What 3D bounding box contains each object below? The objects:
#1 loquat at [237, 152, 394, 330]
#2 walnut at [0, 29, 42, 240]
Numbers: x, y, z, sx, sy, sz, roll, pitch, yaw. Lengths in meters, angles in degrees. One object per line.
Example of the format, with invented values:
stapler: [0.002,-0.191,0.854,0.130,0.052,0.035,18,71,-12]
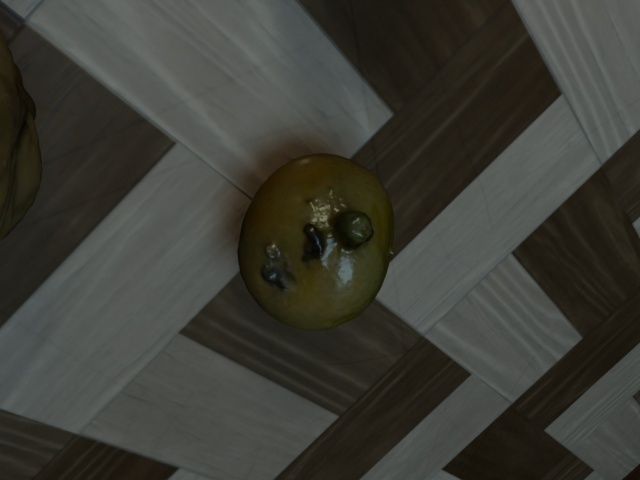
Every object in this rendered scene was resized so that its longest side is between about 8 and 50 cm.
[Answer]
loquat: [0.000,0.000,0.699,0.149,0.204,0.172,25,78,-11]
walnut: [-0.304,-0.058,0.431,0.257,0.257,0.224,-24,166,-14]
